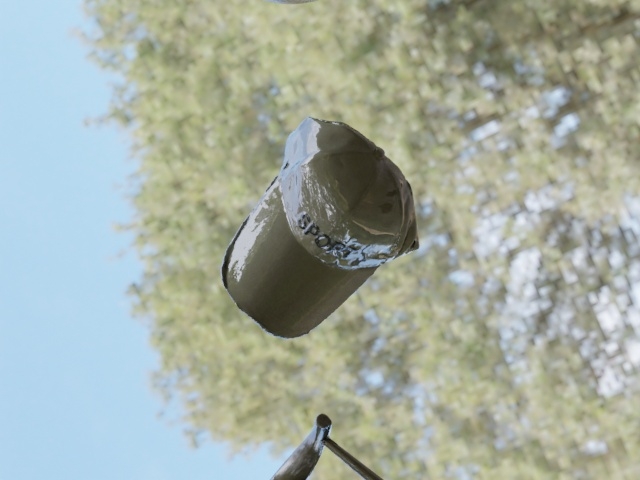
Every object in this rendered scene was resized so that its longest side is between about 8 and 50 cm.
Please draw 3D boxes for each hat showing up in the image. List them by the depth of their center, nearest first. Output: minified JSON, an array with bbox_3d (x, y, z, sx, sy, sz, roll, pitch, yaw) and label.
[{"bbox_3d":[0.000,0.000,1.267,0.147,0.175,0.085,37,172,-3],"label":"hat"}]

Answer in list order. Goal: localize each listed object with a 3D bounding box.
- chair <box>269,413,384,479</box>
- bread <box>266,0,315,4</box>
[{"bbox_3d":[0.017,0.303,1.372,0.272,0.188,0.166,43,-169,23],"label":"chair"},{"bbox_3d":[-0.041,-0.218,0.848,0.147,0.098,0.217,46,164,18],"label":"bread"}]
